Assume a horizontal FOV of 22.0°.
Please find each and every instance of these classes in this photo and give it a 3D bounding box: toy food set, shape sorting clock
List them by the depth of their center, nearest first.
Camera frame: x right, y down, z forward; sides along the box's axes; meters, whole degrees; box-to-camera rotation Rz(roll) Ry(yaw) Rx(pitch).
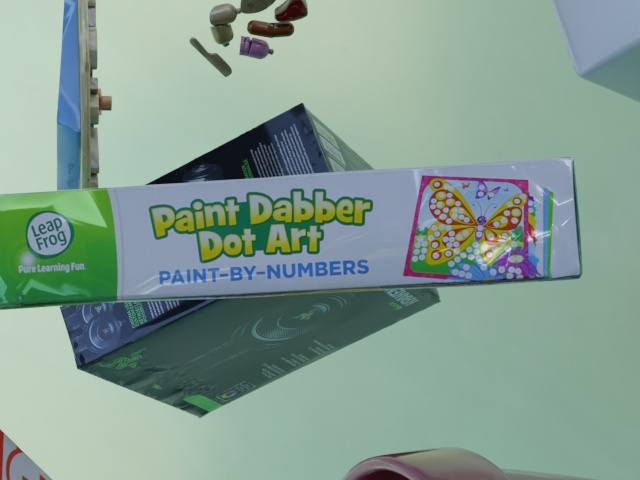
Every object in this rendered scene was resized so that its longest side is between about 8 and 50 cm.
[{"bbox_3d":[-0.184,-0.109,1.295,0.040,0.206,0.206,3,51,-8],"label":"shape sorting clock"},{"bbox_3d":[-0.060,-0.206,1.554,0.122,0.078,0.019,-30,37,24],"label":"toy food set"}]

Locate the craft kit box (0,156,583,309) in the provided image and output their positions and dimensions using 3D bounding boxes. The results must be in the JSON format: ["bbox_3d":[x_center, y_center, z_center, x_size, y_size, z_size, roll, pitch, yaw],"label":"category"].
[{"bbox_3d":[0.000,0.000,0.790,0.247,0.250,0.061,-6,88,8],"label":"craft kit box"}]

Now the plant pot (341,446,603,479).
[{"bbox_3d":[0.120,0.213,0.944,0.180,0.201,0.201,-3,41,-27],"label":"plant pot"}]

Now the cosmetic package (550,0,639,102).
[{"bbox_3d":[0.322,-0.214,0.890,0.385,0.217,0.156,-31,64,33],"label":"cosmetic package"}]

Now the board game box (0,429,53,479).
[{"bbox_3d":[-0.170,0.159,0.617,0.193,0.147,0.045,-35,27,8],"label":"board game box"}]

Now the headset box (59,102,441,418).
[{"bbox_3d":[-0.074,0.032,1.455,0.283,0.246,0.131,-26,67,12],"label":"headset box"}]
